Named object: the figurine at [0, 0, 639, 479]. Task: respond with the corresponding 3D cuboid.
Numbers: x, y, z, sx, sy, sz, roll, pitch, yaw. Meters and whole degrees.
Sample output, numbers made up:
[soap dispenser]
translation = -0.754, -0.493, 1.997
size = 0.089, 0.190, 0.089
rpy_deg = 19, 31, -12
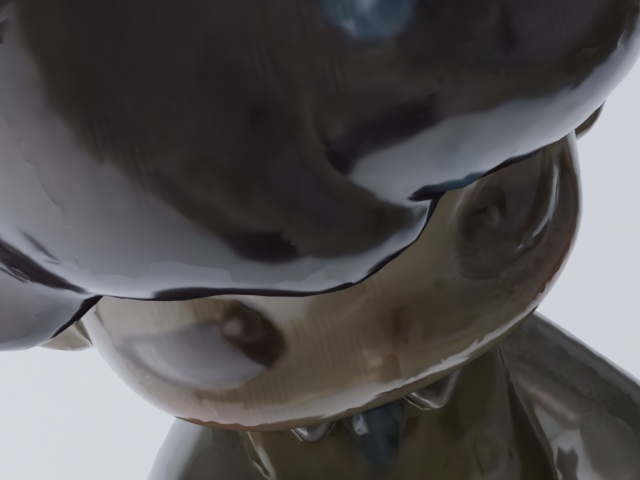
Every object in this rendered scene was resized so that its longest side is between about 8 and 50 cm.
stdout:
[figurine]
translation = -0.002, 0.014, 0.489
size = 0.206, 0.218, 0.365
rpy_deg = -70, -32, -64
